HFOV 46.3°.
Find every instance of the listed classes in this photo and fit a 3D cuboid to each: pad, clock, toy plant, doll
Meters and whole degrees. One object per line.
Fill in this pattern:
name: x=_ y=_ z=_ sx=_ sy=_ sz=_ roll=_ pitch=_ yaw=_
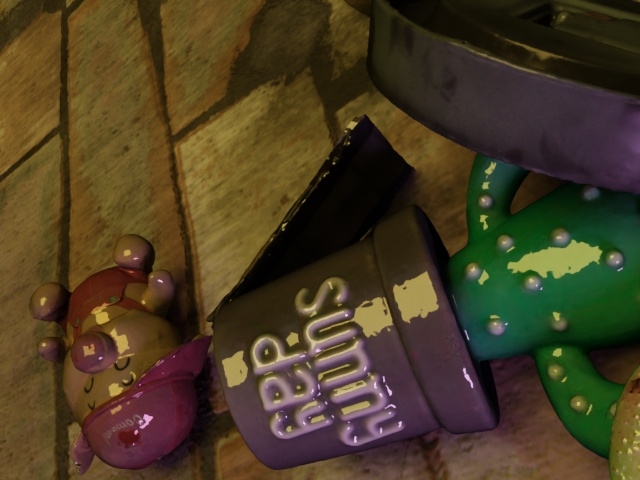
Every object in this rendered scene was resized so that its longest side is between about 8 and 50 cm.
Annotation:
pad: x=0.001 y=0.000 z=0.723 sx=0.022 sy=0.174 sz=0.233 roll=39 pitch=94 yaw=25
clock: x=0.191 y=-0.132 z=0.540 sx=0.325 sy=0.325 sz=0.067 roll=46 pitch=137 yaw=44
toy plant: x=0.126 y=0.058 z=0.579 sx=0.400 sy=0.185 sz=0.279 roll=-22 pitch=46 yaw=11
doll: x=-0.224 y=0.128 z=0.856 sx=0.196 sy=0.152 sz=0.256 roll=-50 pitch=49 yaw=27

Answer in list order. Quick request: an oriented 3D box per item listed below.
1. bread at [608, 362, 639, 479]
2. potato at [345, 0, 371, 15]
bread: x=0.286 y=0.135 z=0.430 sx=0.228 sy=0.033 sz=0.228 roll=-2 pitch=80 yaw=13
potato: x=0.068 y=-0.338 z=0.855 sx=0.149 sy=0.120 sz=0.081 roll=-24 pitch=53 yaw=39
